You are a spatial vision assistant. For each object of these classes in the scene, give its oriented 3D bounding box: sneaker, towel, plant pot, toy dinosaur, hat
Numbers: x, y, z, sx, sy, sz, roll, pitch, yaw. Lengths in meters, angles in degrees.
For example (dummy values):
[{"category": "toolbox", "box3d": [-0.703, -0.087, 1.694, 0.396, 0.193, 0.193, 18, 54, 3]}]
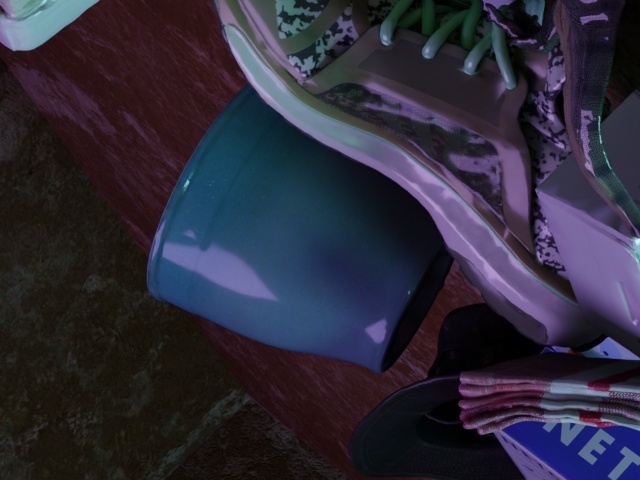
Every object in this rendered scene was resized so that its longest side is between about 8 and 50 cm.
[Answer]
[{"category": "sneaker", "box3d": [0.107, -0.114, 1.076, 0.410, 0.158, 0.182, 41, 136, -11]}, {"category": "towel", "box3d": [0.271, 0.103, 0.997, 0.329, 0.037, 0.237, 3, -179, 22]}, {"category": "plant pot", "box3d": [0.000, 0.000, 1.682, 0.255, 0.271, 0.271, 28, 162, 12]}, {"category": "toy dinosaur", "box3d": [0.130, -0.140, 0.845, 0.118, 0.064, 0.268, 25, 121, 50]}, {"category": "hat", "box3d": [0.176, 0.138, 1.631, 0.331, 0.331, 0.134, 74, -173, -63]}]

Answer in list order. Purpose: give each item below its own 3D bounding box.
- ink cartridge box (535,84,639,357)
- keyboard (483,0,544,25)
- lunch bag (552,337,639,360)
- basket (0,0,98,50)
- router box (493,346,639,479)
[{"category": "ink cartridge box", "box3d": [0.230, -0.035, 0.953, 0.082, 0.191, 0.139, 36, 162, 40]}, {"category": "keyboard", "box3d": [0.074, -0.241, 1.243, 0.256, 0.014, 0.072, 43, 171, 18]}, {"category": "lunch bag", "box3d": [0.272, 0.058, 1.278, 0.303, 0.115, 0.243, 41, 163, 19]}, {"category": "basket", "box3d": [-0.196, -0.366, 1.029, 0.328, 0.331, 0.266, 42, 164, 18]}, {"category": "router box", "box3d": [0.316, 0.264, 1.326, 0.335, 0.082, 0.301, 36, 169, 38]}]
